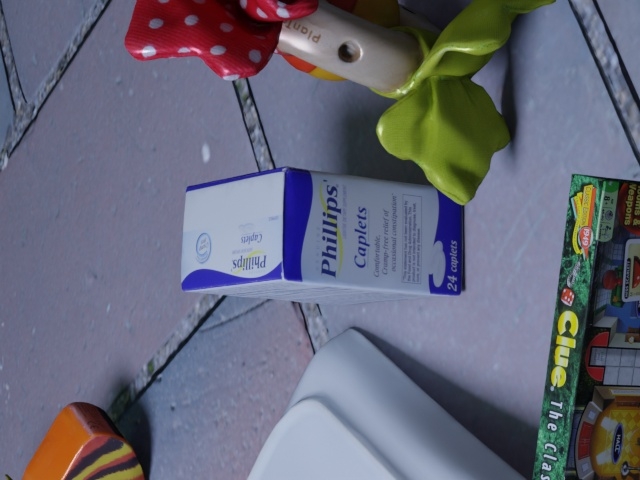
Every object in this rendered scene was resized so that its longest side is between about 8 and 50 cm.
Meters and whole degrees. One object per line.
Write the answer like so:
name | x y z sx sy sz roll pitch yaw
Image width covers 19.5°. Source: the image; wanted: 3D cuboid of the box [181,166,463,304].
box | 0.000 0.000 1.194 0.126 0.137 0.072 -9 78 56

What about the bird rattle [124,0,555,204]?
bird rattle | 0.002 -0.124 1.133 0.207 0.254 0.143 -112 36 -72

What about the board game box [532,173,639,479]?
board game box | 0.166 0.101 0.935 0.030 0.136 0.259 12 96 53

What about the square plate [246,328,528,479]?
square plate | -0.009 0.253 1.142 0.347 0.049 0.344 -64 26 6

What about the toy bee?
toy bee | -0.235 0.275 1.533 0.298 0.162 0.195 -36 45 19
